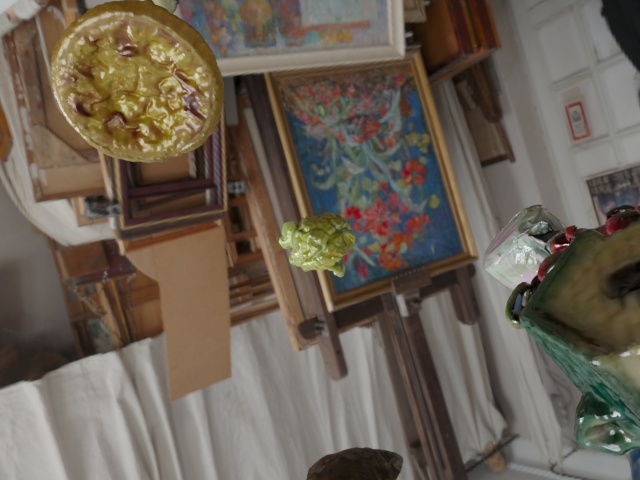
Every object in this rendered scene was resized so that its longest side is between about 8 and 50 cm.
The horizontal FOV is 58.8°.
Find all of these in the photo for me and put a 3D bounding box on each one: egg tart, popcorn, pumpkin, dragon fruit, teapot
[{"bbox_3d":[-0.225,-0.218,0.732,0.202,0.202,0.147,-16,-145,2],"label":"egg tart"},{"bbox_3d":[0.000,0.000,1.172,0.141,0.162,0.135,-42,163,-15],"label":"popcorn"},{"bbox_3d":[0.073,0.500,1.224,0.169,0.148,0.312,-51,175,5],"label":"pumpkin"},{"bbox_3d":[0.412,0.042,0.787,0.272,0.198,0.218,2,-168,-4],"label":"dragon fruit"},{"bbox_3d":[0.432,0.027,1.064,0.163,0.178,0.221,-49,177,-30],"label":"teapot"}]

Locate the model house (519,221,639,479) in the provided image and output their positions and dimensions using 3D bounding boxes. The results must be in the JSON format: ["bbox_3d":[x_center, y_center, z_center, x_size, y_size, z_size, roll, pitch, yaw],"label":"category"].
[{"bbox_3d":[0.402,0.170,0.539,0.342,0.382,0.334,-32,-163,36],"label":"model house"}]

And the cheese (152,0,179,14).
[{"bbox_3d":[-0.291,-0.453,0.890,0.054,0.127,0.251,-21,177,3],"label":"cheese"}]
